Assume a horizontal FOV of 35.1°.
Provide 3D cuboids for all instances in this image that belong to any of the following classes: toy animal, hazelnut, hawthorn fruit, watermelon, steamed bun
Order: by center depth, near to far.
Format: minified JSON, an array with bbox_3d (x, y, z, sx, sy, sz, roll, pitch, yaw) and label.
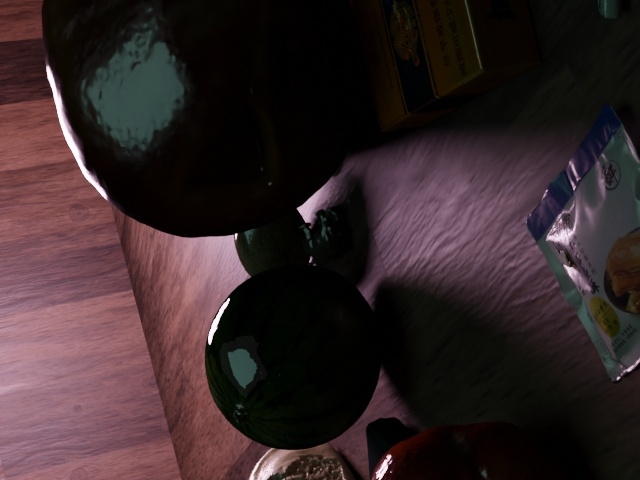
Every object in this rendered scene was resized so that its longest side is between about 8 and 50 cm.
[{"bbox_3d":[0.145,0.274,0.991,0.243,0.207,0.207,80,174,-77],"label":"hawthorn fruit"},{"bbox_3d":[-0.116,-0.217,1.181,0.402,0.402,0.429,120,147,-62],"label":"hazelnut"},{"bbox_3d":[-0.035,0.151,1.324,0.242,0.242,0.242,169,90,-71],"label":"watermelon"},{"bbox_3d":[0.000,0.000,1.430,0.065,0.047,0.136,67,154,7],"label":"toy animal"},{"bbox_3d":[-0.033,0.444,1.591,0.200,0.170,0.225,44,142,51],"label":"steamed bun"}]

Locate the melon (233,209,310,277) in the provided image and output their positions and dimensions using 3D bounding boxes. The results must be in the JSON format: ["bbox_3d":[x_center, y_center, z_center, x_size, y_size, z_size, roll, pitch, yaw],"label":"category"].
[{"bbox_3d":[-0.072,0.005,1.521,0.114,0.114,0.167,-124,17,-48],"label":"melon"}]

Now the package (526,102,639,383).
[{"bbox_3d":[0.234,0.006,0.807,0.171,0.027,0.173,109,141,-55],"label":"package"}]

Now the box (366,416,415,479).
[{"bbox_3d":[0.114,0.357,1.305,0.160,0.050,0.230,-144,46,-62],"label":"box"}]

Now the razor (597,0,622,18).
[{"bbox_3d":[0.208,-0.264,0.717,0.084,0.036,0.211,-134,38,-60],"label":"razor"}]

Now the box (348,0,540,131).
[{"bbox_3d":[0.110,-0.207,0.976,0.237,0.070,0.152,157,100,-72],"label":"box"}]
